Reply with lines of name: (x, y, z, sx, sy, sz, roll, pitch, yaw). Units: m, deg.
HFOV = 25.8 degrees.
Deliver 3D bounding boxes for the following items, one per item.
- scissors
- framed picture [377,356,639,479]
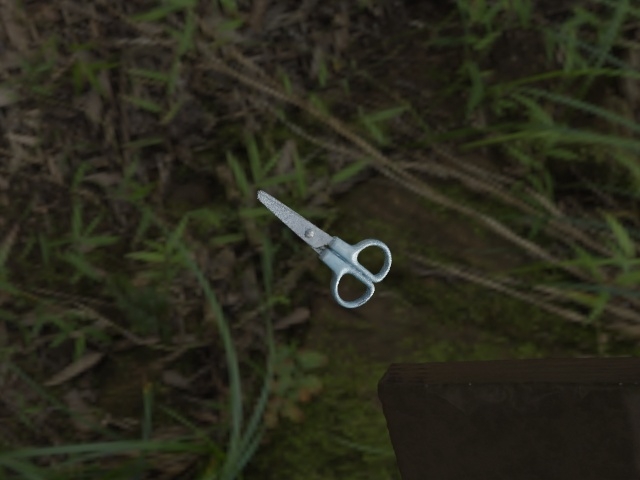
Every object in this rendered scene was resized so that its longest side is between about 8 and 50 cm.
scissors: (0.000, 0.000, 0.644, 0.083, 0.006, 0.036, 39, 87, -33)
framed picture: (0.105, 0.130, 0.630, 0.023, 0.128, 0.168, -48, 127, -53)
